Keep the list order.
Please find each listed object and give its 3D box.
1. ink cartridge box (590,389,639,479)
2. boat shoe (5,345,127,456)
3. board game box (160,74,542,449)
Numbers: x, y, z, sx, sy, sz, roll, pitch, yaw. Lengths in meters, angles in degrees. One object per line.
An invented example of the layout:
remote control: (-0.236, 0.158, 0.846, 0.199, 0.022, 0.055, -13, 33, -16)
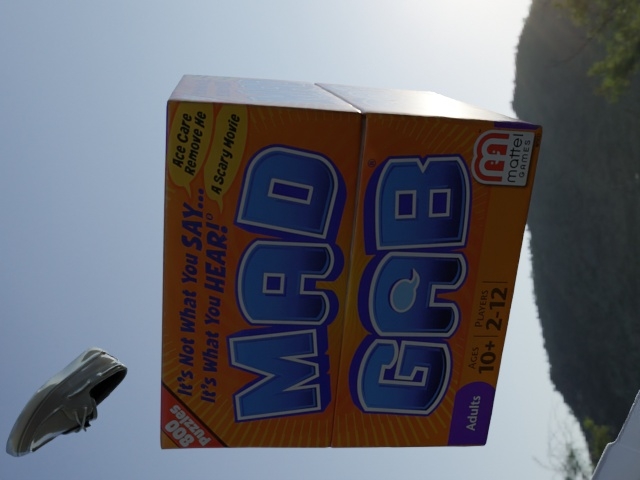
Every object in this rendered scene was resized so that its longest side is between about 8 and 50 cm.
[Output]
ink cartridge box: (0.270, 0.290, 0.482, 0.353, 0.207, 0.119, -50, -47, -25)
boat shoe: (-0.370, 0.244, 1.026, 0.227, 0.081, 0.079, -54, -16, -58)
board game box: (0.000, 0.000, 0.834, 0.356, 0.357, 0.356, -117, 31, -71)
